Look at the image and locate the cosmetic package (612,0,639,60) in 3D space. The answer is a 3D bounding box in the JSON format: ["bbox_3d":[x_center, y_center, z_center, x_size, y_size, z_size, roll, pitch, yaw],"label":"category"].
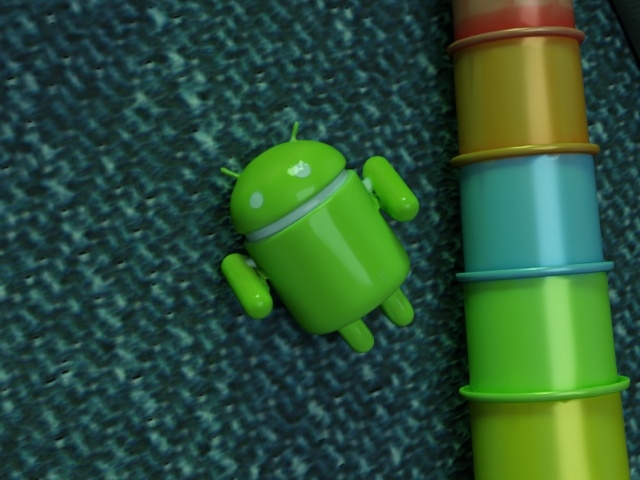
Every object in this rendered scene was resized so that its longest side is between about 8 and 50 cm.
[{"bbox_3d":[0.262,-0.137,0.645,0.127,0.107,0.238,-29,103,-21],"label":"cosmetic package"}]

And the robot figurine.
[{"bbox_3d":[0.000,0.000,0.545,0.101,0.067,0.115,-33,102,0],"label":"robot figurine"}]

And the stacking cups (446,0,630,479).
[{"bbox_3d":[0.105,-0.012,0.584,0.096,0.096,0.316,-6,88,-23],"label":"stacking cups"}]
